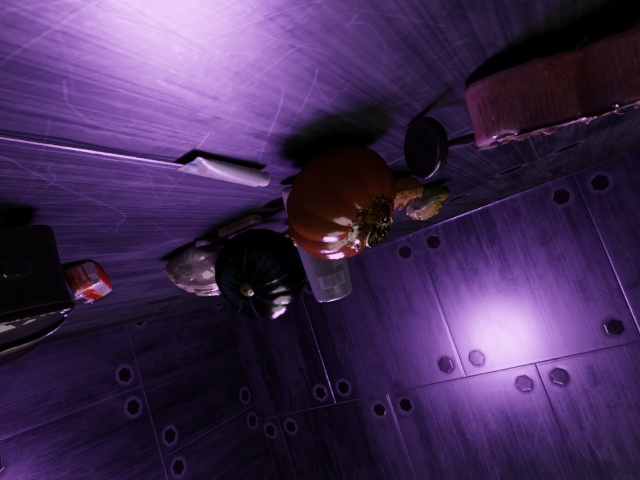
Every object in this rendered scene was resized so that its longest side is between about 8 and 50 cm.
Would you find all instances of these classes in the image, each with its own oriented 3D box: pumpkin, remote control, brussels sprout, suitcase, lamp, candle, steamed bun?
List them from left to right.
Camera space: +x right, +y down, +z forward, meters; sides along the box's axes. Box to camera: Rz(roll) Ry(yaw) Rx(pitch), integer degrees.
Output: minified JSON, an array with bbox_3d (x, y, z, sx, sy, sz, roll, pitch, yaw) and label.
[{"bbox_3d":[-0.577,0.113,0.717,0.283,0.194,0.434,-12,169,-43],"label":"suitcase"},{"bbox_3d":[-0.324,0.092,1.328,0.218,0.144,0.211,-22,172,33],"label":"steamed bun"},{"bbox_3d":[-0.288,-0.004,1.213,0.091,0.016,0.034,-14,156,-31],"label":"remote control"},{"bbox_3d":[-0.145,0.076,1.226,0.248,0.247,0.248,-18,172,-2],"label":"pumpkin"},{"bbox_3d":[0.040,-0.067,0.842,0.223,0.197,0.223,-34,146,-26],"label":"lamp"},{"bbox_3d":[0.356,-0.132,1.530,0.181,0.100,0.139,-12,160,-33],"label":"brussels sprout"},{"bbox_3d":[0.303,-0.231,0.894,0.371,0.108,0.130,-31,167,-27],"label":"lamp"},{"bbox_3d":[0.404,-0.245,0.733,0.317,0.131,0.287,-11,-177,24],"label":"candle"}]

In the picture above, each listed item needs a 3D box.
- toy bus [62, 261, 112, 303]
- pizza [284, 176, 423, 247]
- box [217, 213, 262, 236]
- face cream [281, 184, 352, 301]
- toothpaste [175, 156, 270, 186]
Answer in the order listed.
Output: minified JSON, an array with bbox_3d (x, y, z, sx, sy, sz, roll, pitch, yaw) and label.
[{"bbox_3d":[-0.558,0.098,1.103,0.077,0.079,0.174,-25,174,-20],"label":"toy bus"},{"bbox_3d":[0.043,-0.050,1.258,0.440,0.130,0.406,-13,168,-35],"label":"pizza"},{"bbox_3d":[-0.202,-0.036,1.152,0.115,0.025,0.048,-21,171,25],"label":"box"},{"bbox_3d":[0.000,0.000,1.000,0.108,0.269,0.073,-20,-159,-13],"label":"face cream"},{"bbox_3d":[-0.146,-0.110,0.741,0.048,0.031,0.190,-19,170,28],"label":"toothpaste"}]
